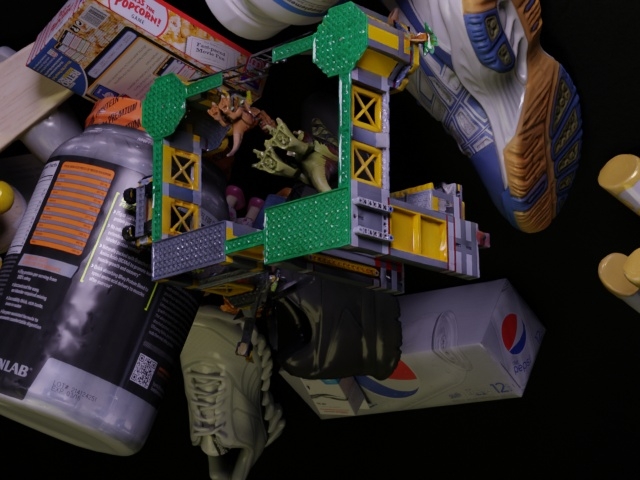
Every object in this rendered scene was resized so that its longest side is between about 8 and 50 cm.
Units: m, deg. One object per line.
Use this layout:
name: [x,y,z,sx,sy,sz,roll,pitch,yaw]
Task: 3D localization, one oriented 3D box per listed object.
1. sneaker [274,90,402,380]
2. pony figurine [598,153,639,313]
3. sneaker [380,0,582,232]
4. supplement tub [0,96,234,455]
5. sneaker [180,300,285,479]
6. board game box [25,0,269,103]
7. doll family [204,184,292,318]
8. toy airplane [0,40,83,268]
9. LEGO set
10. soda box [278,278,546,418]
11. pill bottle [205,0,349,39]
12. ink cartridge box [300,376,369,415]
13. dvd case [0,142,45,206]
sneaker: [0.000,0.000,1.454,0.130,0.286,0.109,-7,180,-13]
pony figurine: [0.426,0.092,1.333,0.363,0.303,0.351,41,173,-24]
sneaker: [0.140,-0.137,1.339,0.131,0.112,0.296,13,138,38]
supplement tub: [-0.208,0.033,1.468,0.194,0.316,0.193,20,164,6]
sneaker: [-0.119,0.190,1.862,0.110,0.118,0.292,9,139,25]
board game box: [-0.170,-0.171,1.484,0.193,0.045,0.147,29,144,-22]
doll family: [-0.029,0.032,1.573,0.263,0.163,0.118,27,142,-1]
toy airplane: [-0.432,-0.053,1.641,0.386,0.384,0.272,13,-178,29]
LEGO set: [0.003,-0.053,1.324,0.331,0.255,0.192,-24,154,38]
soda box: [0.097,0.123,1.667,0.286,0.098,0.091,-11,129,40]
pill bottle: [-0.004,-0.254,1.248,0.124,0.124,0.221,40,142,-18]
ink cartridge box: [0.015,0.165,1.660,0.048,0.028,0.083,-2,131,35]
dvd case: [-0.319,-0.015,1.809,0.180,0.022,0.253,-6,133,36]
